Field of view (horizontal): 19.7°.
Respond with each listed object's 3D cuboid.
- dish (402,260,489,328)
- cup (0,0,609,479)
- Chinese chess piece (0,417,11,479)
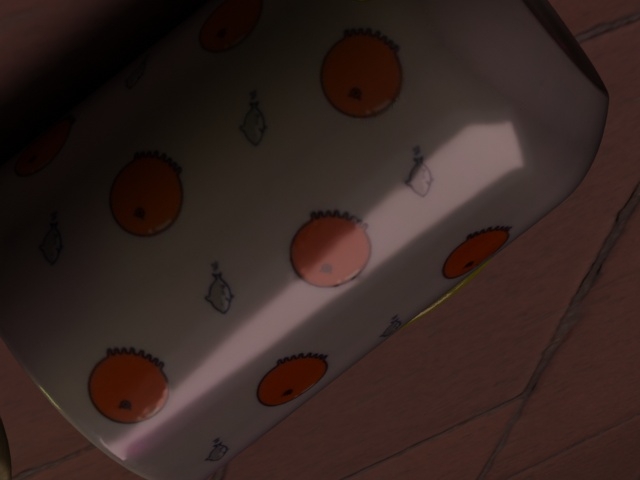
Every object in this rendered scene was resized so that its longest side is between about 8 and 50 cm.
[{"bbox_3d":[0.000,0.000,1.253,0.262,0.108,0.221,-30,159,-6],"label":"dish"},{"bbox_3d":[-0.011,-0.038,1.011,0.317,0.212,0.212,-37,158,15],"label":"cup"},{"bbox_3d":[-0.325,0.163,1.194,0.250,0.101,0.250,-26,158,-11],"label":"Chinese chess piece"}]
